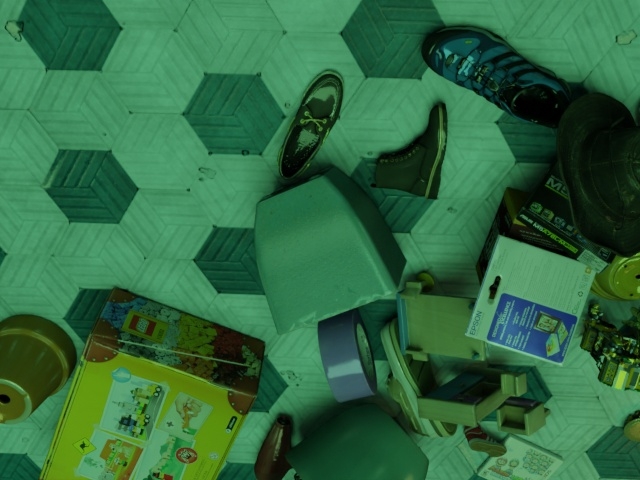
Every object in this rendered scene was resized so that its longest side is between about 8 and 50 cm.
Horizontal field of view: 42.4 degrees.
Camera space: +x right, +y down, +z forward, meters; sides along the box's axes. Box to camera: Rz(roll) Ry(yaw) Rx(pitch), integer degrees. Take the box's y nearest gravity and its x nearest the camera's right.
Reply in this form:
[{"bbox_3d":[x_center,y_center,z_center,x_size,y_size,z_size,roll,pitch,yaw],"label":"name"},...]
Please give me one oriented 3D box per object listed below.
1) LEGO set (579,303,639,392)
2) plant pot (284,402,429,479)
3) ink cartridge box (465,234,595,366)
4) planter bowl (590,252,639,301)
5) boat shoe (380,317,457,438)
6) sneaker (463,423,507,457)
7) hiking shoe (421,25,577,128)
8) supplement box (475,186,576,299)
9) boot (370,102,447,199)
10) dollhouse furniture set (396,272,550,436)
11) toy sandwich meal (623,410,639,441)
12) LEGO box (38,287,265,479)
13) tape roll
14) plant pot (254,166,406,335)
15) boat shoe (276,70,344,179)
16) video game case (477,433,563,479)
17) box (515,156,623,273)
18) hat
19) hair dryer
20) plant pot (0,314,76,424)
[{"bbox_3d":[0.666,0.183,1.655,0.255,0.331,0.192,16,101,13],"label":"LEGO set"},{"bbox_3d":[0.103,0.514,1.870,0.235,0.293,0.293,-42,112,-8],"label":"plant pot"},{"bbox_3d":[0.397,0.113,1.576,0.208,0.045,0.206,18,93,-7],"label":"ink cartridge box"},{"bbox_3d":[0.643,0.055,1.697,0.217,0.090,0.217,1,119,2],"label":"planter bowl"},{"bbox_3d":[0.197,0.317,1.847,0.103,0.113,0.302,-18,104,35],"label":"boat shoe"},{"bbox_3d":[0.390,0.473,1.962,0.118,0.067,0.042,24,114,-30],"label":"sneaker"},{"bbox_3d":[0.329,-0.298,1.497,0.304,0.132,0.113,20,118,-7],"label":"hiking shoe"},{"bbox_3d":[0.441,0.024,1.668,0.191,0.129,0.194,13,118,-4],"label":"supplement box"},{"bbox_3d":[0.174,-0.175,1.610,0.137,0.077,0.197,8,118,5],"label":"boot"},{"bbox_3d":[0.340,0.212,1.731,0.286,0.198,0.303,0,102,40],"label":"dollhouse furniture set"},{"bbox_3d":[0.749,0.435,1.933,0.086,0.029,0.085,1,123,2],"label":"toy sandwich meal"},{"bbox_3d":[-0.391,0.410,1.885,0.373,0.193,0.500,22,118,-9],"label":"LEGO box"},{"bbox_3d":[0.059,0.247,1.776,0.080,0.189,0.189,-14,117,10],"label":"tape roll"},{"bbox_3d":[0.000,0.000,1.625,0.247,0.248,0.252,-23,97,14],"label":"plant pot"},{"bbox_3d":[-0.018,-0.217,1.595,0.081,0.068,0.227,23,117,-9],"label":"boat shoe"},{"bbox_3d":[0.487,0.552,2.014,0.157,0.019,0.143,26,116,-11],"label":"video game case"},{"bbox_3d":[0.491,-0.054,1.564,0.191,0.184,0.045,36,148,10],"label":"box"},{"bbox_3d":[0.566,-0.127,1.463,0.134,0.331,0.331,-14,123,50],"label":"hat"},{"bbox_3d":[-0.052,0.540,2.023,0.224,0.080,0.293,-29,120,0],"label":"hair dryer"},{"bbox_3d":[-0.675,0.303,1.845,0.205,0.188,0.205,1,119,2],"label":"plant pot"}]
